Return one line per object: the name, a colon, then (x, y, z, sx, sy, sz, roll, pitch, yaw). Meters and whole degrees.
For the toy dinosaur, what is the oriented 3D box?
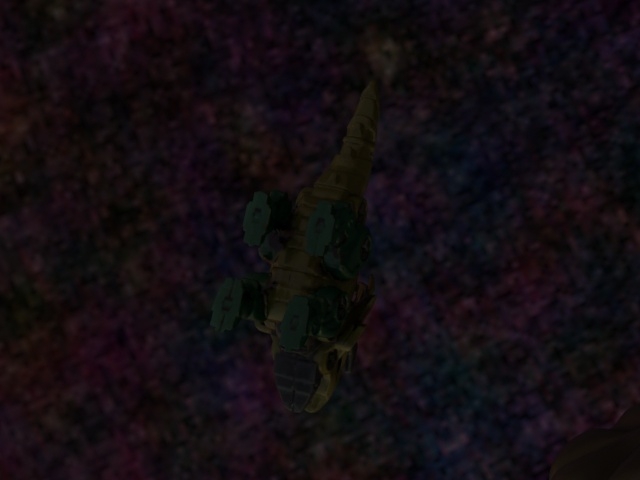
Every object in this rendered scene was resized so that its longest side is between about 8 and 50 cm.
toy dinosaur: (0.000, 0.000, 1.324, 0.094, 0.153, 0.259, 12, 89, 22)

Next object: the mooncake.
mooncake: (0.342, 0.239, 1.754, 0.275, 0.275, 0.135, -17, 98, 62)
